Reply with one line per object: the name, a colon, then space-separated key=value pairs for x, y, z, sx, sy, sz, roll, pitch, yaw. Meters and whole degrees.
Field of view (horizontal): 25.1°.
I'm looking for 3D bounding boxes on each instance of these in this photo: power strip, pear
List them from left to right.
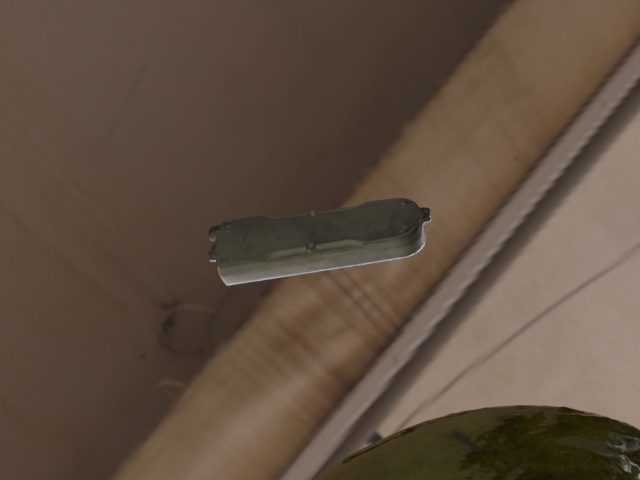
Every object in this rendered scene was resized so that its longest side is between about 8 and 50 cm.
power strip: x=0.000 y=-0.002 z=1.777 sx=0.286 sy=0.048 sz=0.080 roll=-9 pitch=-134 yaw=12
pear: x=0.123 y=0.319 z=1.167 sx=0.413 sy=0.352 sz=0.352 roll=-30 pitch=-133 yaw=4
